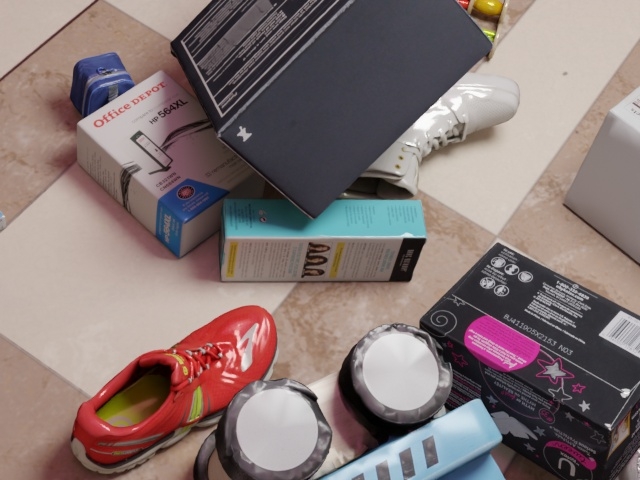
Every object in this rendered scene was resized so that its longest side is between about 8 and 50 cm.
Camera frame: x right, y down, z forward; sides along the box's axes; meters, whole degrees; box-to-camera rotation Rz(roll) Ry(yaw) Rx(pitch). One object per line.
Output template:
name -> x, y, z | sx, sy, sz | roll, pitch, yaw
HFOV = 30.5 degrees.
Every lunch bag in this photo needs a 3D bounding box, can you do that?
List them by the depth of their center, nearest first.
lunch bag -> -0.281, -0.193, 1.527 | 0.067, 0.098, 0.065 | -20, 64, -27

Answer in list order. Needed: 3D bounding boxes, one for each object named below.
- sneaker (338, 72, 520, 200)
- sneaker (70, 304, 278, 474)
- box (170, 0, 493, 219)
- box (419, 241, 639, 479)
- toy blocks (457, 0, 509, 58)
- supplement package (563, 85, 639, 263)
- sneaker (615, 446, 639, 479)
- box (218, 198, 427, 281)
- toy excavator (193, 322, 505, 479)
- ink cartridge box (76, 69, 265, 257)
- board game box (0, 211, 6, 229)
sneaker -> 0.133, -0.124, 1.551 | 0.292, 0.108, 0.169 | -8, 58, -3
sneaker -> -0.151, 0.155, 1.295 | 0.279, 0.118, 0.107 | -36, 68, -28
box -> 0.002, -0.232, 1.414 | 0.296, 0.183, 0.294 | -44, 32, 9
box -> 0.256, 0.143, 1.326 | 0.247, 0.142, 0.163 | 30, 55, 29
toy blocks -> 0.197, -0.338, 1.732 | 0.148, 0.054, 0.123 | 17, 55, 4
supplement package -> 0.497, -0.115, 1.537 | 0.198, 0.199, 0.262 | 41, 59, 19
sneaker -> 0.435, 0.321, 1.278 | 0.105, 0.115, 0.281 | -25, 62, -24
box -> 0.000, 0.000, 1.438 | 0.244, 0.100, 0.060 | 0, 56, -10
toy excavator -> 0.137, 0.311, 1.210 | 0.433, 0.222, 0.445 | -22, 76, -23
ink cartridge box -> -0.190, -0.100, 1.485 | 0.203, 0.086, 0.148 | 41, 59, 18
board game box -> -0.472, -0.053, 1.443 | 0.103, 0.026, 0.154 | -29, 65, -26
